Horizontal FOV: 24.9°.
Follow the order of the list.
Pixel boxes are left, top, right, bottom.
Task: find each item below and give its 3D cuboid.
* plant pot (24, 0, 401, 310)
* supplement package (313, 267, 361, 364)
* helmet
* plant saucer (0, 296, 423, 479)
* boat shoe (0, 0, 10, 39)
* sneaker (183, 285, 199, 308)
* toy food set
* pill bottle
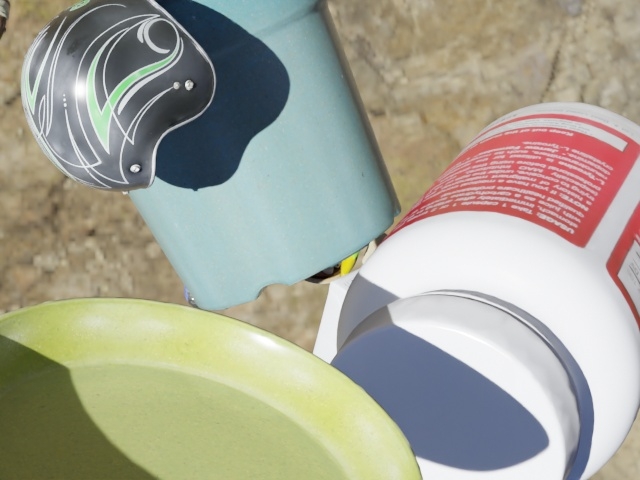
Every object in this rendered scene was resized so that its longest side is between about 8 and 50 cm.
[{"bbox_3d":[-0.091,-0.125,1.581,0.341,0.341,0.334,-24,100,16],"label":"plant pot"},{"bbox_3d":[0.131,0.168,1.592,0.145,0.262,0.204,-25,141,-41],"label":"supplement package"},{"bbox_3d":[-0.191,-0.133,1.322,0.161,0.169,0.169,-46,137,-11],"label":"helmet"},{"bbox_3d":[-0.069,0.106,0.701,0.241,0.241,0.037,9,116,-20],"label":"plant saucer"},{"bbox_3d":[-0.537,-0.321,1.988,0.095,0.095,0.257,-1,168,44],"label":"boat shoe"},{"bbox_3d":[-0.123,0.019,1.927,0.083,0.221,0.087,33,134,-3],"label":"sneaker"},{"bbox_3d":[0.000,0.000,2.177,0.192,0.132,0.038,21,158,-2],"label":"toy food set"},{"bbox_3d":[0.150,0.055,1.122,0.229,0.408,0.229,9,115,20],"label":"pill bottle"}]
